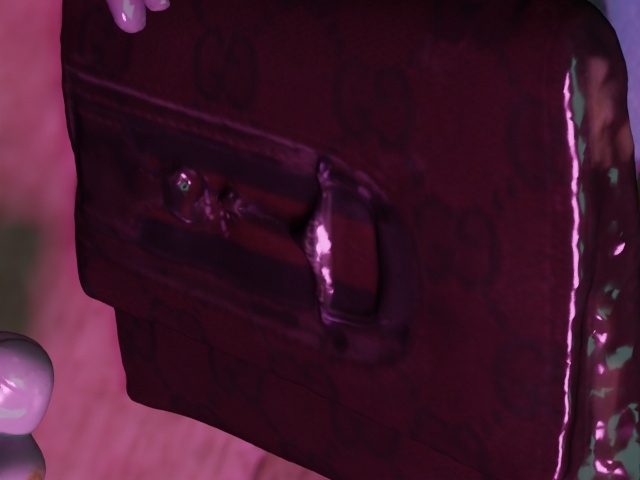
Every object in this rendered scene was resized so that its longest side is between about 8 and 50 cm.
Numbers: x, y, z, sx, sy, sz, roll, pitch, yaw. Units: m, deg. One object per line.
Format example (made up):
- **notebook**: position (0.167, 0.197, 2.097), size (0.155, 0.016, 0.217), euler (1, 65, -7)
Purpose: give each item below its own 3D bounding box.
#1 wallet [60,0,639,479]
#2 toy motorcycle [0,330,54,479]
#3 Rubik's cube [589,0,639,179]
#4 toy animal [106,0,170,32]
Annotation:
- **wallet**: position (0.000, 0.000, 0.439), size (0.049, 0.229, 0.182), euler (-23, 117, -37)
- **toy motorcycle**: position (-0.146, 0.086, 0.439), size (0.151, 0.074, 0.229), euler (-31, 136, -30)
- **Rubik's cube**: position (0.067, -0.161, 0.458), size (0.205, 0.207, 0.205), euler (-32, 122, -29)
- **toy animal**: position (-0.144, -0.104, 0.380), size (0.205, 0.081, 0.367), euler (2, 107, -25)
